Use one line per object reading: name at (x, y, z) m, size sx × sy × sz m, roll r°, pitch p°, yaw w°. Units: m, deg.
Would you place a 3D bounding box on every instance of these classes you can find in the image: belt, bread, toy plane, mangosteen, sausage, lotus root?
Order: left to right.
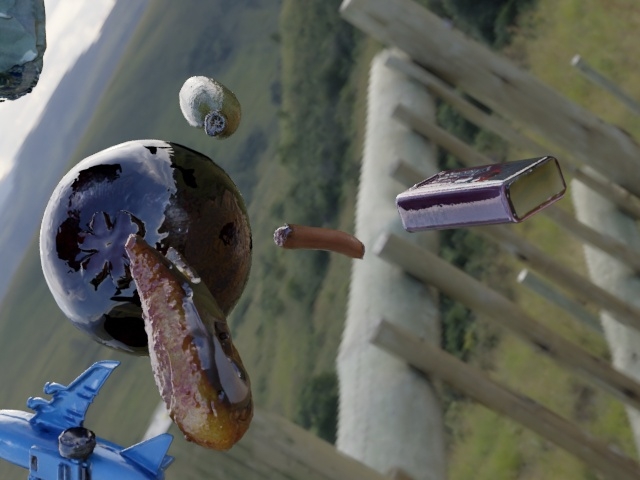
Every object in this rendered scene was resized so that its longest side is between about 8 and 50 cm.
belt at (-0.468, -0.295, 1.631) m, size 0.257 × 0.150 × 0.207 m, roll 8°, pitch 97°, yaw 61°
toy plane at (-0.293, 0.247, 1.363) m, size 0.105 × 0.271 × 0.254 m, roll -51°, pitch -32°, yaw -65°
mangosteen at (-0.236, 0.014, 1.695) m, size 0.307 × 0.307 × 0.347 m, roll -59°, pitch -12°, yaw 2°
bread at (-0.152, 0.120, 1.349) m, size 0.095 × 0.269 × 0.139 m, roll -35°, pitch -25°, yaw 9°
lotus root at (-0.167, -0.205, 1.838) m, size 0.077 × 0.090 × 0.183 m, roll -58°, pitch 24°, yaw 10°
sausage at (-0.001, 0.001, 1.920) m, size 0.047 × 0.176 × 0.040 m, roll 48°, pitch 119°, yaw 42°

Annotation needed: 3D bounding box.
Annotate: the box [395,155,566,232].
box at (0.217, -0.062, 1.632) m, size 0.120 × 0.069 × 0.224 m, roll -28°, pitch 12°, yaw -34°
